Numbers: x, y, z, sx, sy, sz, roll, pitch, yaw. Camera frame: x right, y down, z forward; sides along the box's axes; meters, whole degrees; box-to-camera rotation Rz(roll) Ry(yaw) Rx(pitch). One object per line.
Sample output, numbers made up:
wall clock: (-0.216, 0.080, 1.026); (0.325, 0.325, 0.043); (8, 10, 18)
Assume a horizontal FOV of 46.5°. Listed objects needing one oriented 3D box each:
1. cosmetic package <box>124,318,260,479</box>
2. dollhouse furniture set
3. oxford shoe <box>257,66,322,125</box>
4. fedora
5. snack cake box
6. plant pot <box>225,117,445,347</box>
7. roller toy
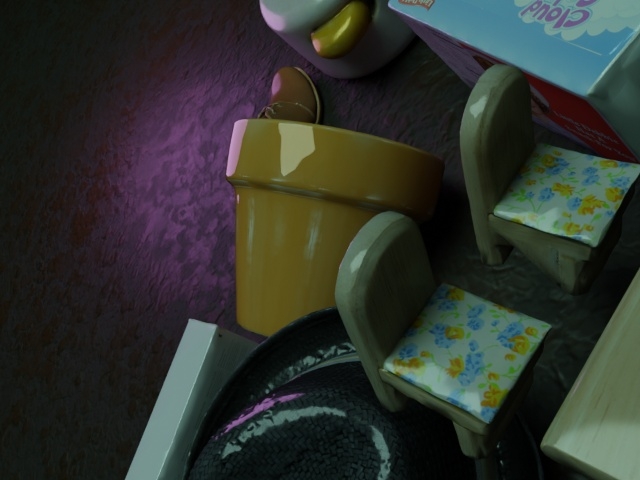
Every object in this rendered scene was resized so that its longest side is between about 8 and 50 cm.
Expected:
cosmetic package: (-0.131, 0.211, 0.773); (0.060, 0.099, 0.239); (6, 70, 47)
dollhouse furniture set: (0.150, 0.078, 0.292); (0.362, 0.256, 0.394); (23, 63, 33)
oxford shoe: (-0.046, -0.151, 0.933); (0.076, 0.076, 0.212); (-31, 45, 32)
fedora: (-0.010, 0.204, 0.544); (0.334, 0.152, 0.334); (-5, 78, 26)
snack cake box: (0.193, -0.161, 0.633); (0.089, 0.152, 0.264); (-52, 41, 7)
plant pot: (0.000, 0.000, 0.712); (0.205, 0.205, 0.188); (11, 89, 48)
roller toy: (0.026, -0.306, 0.899); (0.191, 0.146, 0.209); (20, 82, 50)
